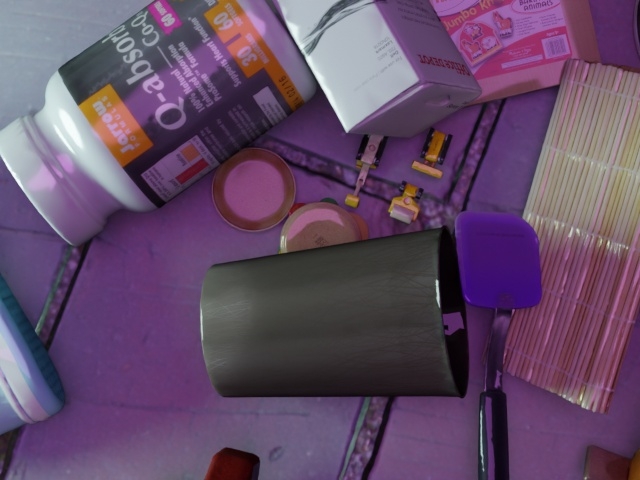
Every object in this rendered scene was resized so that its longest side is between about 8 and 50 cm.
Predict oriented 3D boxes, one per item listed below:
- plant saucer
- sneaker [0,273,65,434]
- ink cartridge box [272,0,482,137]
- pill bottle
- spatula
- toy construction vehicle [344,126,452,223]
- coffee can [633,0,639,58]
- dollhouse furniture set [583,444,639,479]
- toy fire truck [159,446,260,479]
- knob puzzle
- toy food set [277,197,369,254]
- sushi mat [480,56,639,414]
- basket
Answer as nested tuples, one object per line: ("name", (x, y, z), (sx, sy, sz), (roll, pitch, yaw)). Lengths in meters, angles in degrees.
("plant saucer", (-0.066, -0.050, 1.388), (0.083, 0.015, 0.083), (0, 87, 2))
("sneaker", (-0.408, 0.072, 1.341), (0.208, 0.127, 0.319), (-30, 86, -1))
("ink cartridge box", (0.039, -0.208, 1.299), (0.092, 0.160, 0.219), (-33, 77, 24))
("pill bottle", (-0.156, -0.126, 1.323), (0.278, 0.162, 0.162), (-36, 86, -1))
("spatula", (0.167, 0.120, 1.322), (0.084, 0.030, 0.296), (1, 89, -13))
("toy construction vehicle", (0.075, -0.069, 1.378), (0.086, 0.035, 0.098), (18, 80, 1))
("coffee can", (0.404, -0.220, 1.250), (0.202, 0.275, 0.201), (0, 87, 2))
("dollhouse furniture set", (0.321, 0.140, 1.258), (0.135, 0.262, 0.259), (24, 49, -7))
("toy fire truck", (-0.103, 0.343, 1.250), (0.169, 0.254, 0.302), (12, 88, 2))
("knob puzzle", (0.171, -0.236, 1.382), (0.213, 0.030, 0.213), (0, 88, 3))
("toy food set", (0.000, 0.000, 1.377), (0.083, 0.020, 0.083), (29, 94, -7))
("sushi mat", (0.251, -0.011, 1.316), (0.151, 0.019, 0.316), (20, 96, 44))
("basket", (0.014, 0.076, 1.307), (0.227, 0.204, 0.154), (-5, 71, 12))
